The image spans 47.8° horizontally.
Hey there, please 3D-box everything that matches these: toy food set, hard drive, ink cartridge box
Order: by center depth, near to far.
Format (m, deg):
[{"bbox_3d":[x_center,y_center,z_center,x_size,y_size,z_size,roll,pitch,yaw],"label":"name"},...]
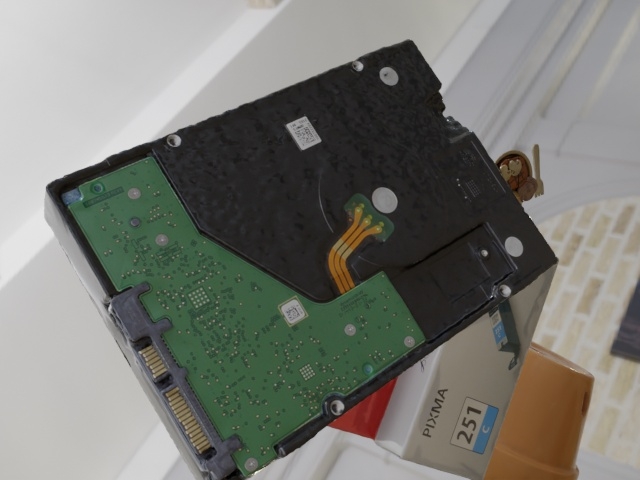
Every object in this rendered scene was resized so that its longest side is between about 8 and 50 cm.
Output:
[{"bbox_3d":[0.000,0.000,0.558,0.339,0.064,0.237,-29,-97,-29],"label":"hard drive"},{"bbox_3d":[0.131,0.107,0.848,0.261,0.066,0.296,25,-98,-29],"label":"ink cartridge box"},{"bbox_3d":[0.379,-0.111,1.418,0.192,0.038,0.132,-23,-66,-26],"label":"toy food set"}]

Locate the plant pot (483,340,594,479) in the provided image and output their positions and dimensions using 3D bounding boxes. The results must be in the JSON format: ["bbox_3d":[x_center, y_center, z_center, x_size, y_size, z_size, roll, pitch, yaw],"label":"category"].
[{"bbox_3d":[0.300,0.260,1.155,0.291,0.291,0.203,20,-83,-57],"label":"plant pot"}]
